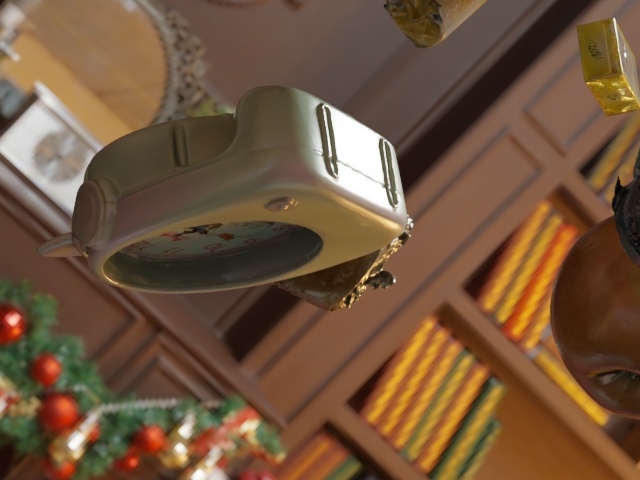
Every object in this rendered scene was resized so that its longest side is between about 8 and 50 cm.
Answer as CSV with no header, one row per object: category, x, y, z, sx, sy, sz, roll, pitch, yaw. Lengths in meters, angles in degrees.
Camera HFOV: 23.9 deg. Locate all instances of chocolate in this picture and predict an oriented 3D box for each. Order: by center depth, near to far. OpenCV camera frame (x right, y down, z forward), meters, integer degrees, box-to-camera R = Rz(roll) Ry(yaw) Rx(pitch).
chocolate,0.165,-0.290,1.587,0.086,0.219,0.085,36,-29,24

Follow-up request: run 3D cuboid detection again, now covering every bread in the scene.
bread,0.000,0.000,2.156,0.246,0.176,0.195,35,32,6

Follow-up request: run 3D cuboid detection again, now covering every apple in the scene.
apple,0.384,0.093,1.770,0.253,0.253,0.253,44,2,-2

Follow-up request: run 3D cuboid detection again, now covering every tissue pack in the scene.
tissue pack,0.447,-0.265,2.336,0.176,0.062,0.095,32,49,-66

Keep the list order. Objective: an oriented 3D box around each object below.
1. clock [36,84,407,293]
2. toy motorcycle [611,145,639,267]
clock,-0.103,-0.033,1.425,0.265,0.324,0.108,23,55,-61
toy motorcycle,0.355,-0.072,1.247,0.206,0.260,0.154,19,-12,-6
